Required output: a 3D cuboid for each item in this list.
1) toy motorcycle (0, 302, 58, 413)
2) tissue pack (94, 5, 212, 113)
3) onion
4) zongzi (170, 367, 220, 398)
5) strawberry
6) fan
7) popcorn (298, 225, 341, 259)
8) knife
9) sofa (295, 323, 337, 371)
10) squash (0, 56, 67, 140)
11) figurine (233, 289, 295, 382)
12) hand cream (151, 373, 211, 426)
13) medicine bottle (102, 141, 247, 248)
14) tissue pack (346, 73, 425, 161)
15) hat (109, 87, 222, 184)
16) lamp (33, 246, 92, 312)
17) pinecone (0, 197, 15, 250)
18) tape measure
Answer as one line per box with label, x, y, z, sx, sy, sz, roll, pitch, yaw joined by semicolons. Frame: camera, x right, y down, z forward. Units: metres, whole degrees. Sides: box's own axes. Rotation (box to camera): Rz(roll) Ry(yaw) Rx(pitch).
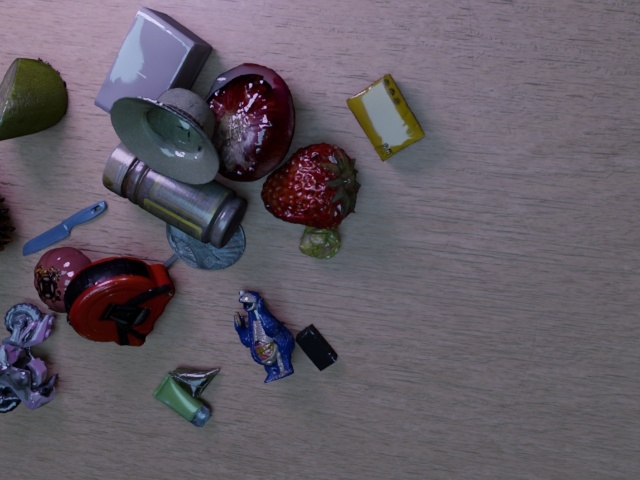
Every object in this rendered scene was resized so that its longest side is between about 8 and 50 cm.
toy motorcycle;-0.833;0.348;1.511;0.188;0.143;0.327;17;92;-7
tissue pack;-0.382;-0.384;1.227;0.136;0.159;0.246;34;106;-4
onion;-0.154;-0.266;1.237;0.272;0.195;0.272;-6;79;35
zongzi;-0.356;0.375;1.500;0.104;0.052;0.113;39;94;1
strawberry;-0.039;-0.119;1.257;0.244;0.205;0.205;-7;106;30
fan;-0.318;0.017;1.410;0.223;0.012;0.294;22;107;0
popcorn;-0.001;0.002;1.329;0.109;0.089;0.097;-33;135;23
knife;-0.703;-0.030;1.444;0.313;0.019;0.044;-25;104;15
sofa;-0.011;0.291;1.434;0.060;0.039;0.118;-37;98;14
squash;-0.734;-0.334;1.233;0.189;0.260;0.189;2;109;7
figurine;-0.142;0.248;1.405;0.164;0.121;0.262;-9;99;49
hand cream;-0.397;0.470;1.532;0.175;0.046;0.095;38;108;2
medicine bottle;-0.350;-0.115;1.294;0.322;0.151;0.151;29;107;1
tissue pack;0.152;-0.283;1.226;0.120;0.082;0.169;-29;100;15
hat;-0.303;-0.251;1.136;0.257;0.130;0.257;19;152;11
lamp;-0.677;0.104;1.421;0.182;0.140;0.182;4;100;24
pinecone;-0.926;-0.068;1.347;0.246;0.246;0.292;-1;104;7
tape measure;-0.521;0.161;1.359;0.253;0.260;0.114;-53;50;20
